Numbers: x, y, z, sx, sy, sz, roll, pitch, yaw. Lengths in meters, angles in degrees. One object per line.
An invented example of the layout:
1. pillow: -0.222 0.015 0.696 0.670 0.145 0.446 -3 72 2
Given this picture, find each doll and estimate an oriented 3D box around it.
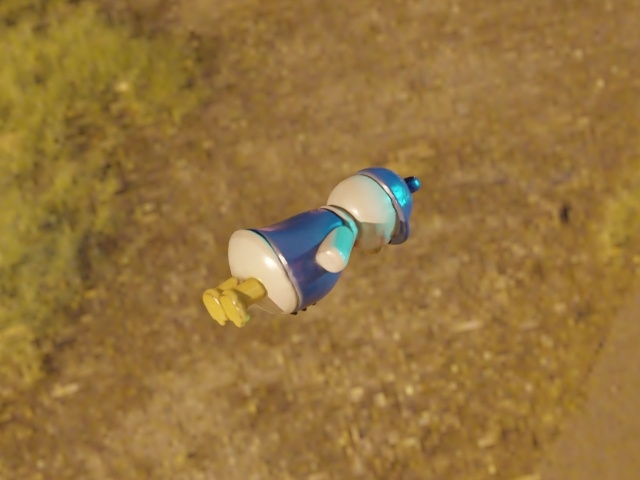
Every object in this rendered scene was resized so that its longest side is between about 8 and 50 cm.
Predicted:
1. doll: 0.000 0.000 0.981 0.143 0.058 0.098 -33 17 -27
